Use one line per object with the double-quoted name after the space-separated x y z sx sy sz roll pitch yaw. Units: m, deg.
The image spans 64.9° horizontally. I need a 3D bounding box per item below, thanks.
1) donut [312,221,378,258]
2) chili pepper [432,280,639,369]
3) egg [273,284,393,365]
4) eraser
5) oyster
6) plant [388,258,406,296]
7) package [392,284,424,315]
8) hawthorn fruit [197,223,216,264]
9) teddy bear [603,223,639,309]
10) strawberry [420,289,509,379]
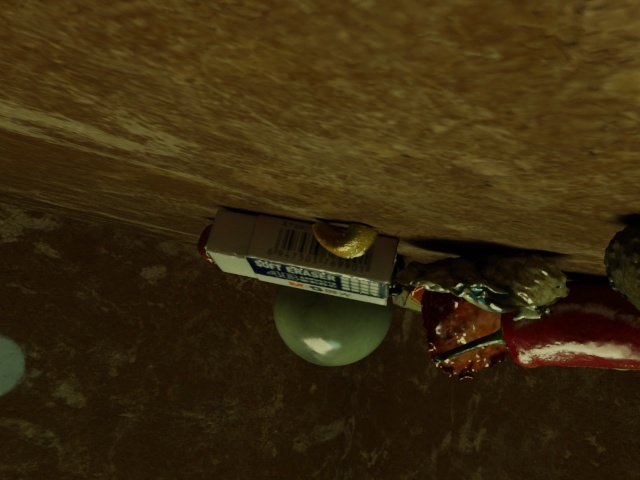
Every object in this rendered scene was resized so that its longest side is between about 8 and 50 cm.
0.027 -0.011 0.690 0.083 0.067 0.038 44 -162 26 "donut"
0.349 0.131 0.781 0.338 0.131 0.135 -10 165 44 "chili pepper"
0.034 0.154 1.155 0.259 0.258 0.352 9 177 26 "egg"
-0.025 0.024 0.800 0.287 0.086 0.130 11 161 9 "eraser"
0.212 0.055 0.701 0.223 0.083 0.214 10 173 17 "oyster"
0.127 0.070 1.002 0.095 0.091 0.143 17 -176 15 "plant"
0.247 0.139 1.354 0.224 0.108 0.288 16 175 -27 "package"
-0.201 0.003 1.011 0.093 0.093 0.093 11 174 1 "hawthorn fruit"
0.314 0.060 0.297 0.182 0.129 0.251 12 175 -22 "teddy bear"
0.273 0.115 0.933 0.234 0.233 0.178 15 -155 -30 "strawberry"
